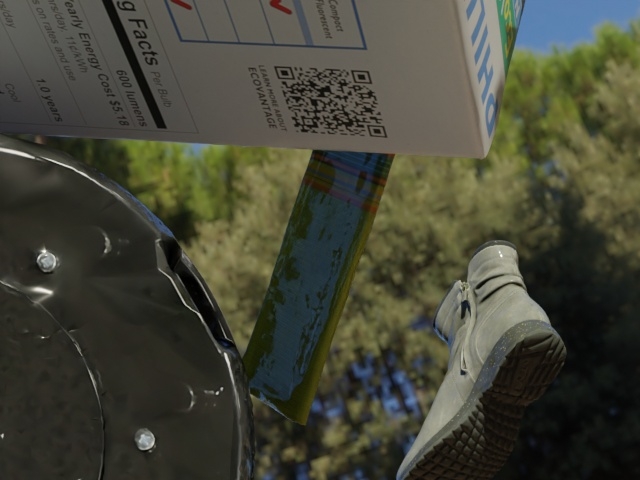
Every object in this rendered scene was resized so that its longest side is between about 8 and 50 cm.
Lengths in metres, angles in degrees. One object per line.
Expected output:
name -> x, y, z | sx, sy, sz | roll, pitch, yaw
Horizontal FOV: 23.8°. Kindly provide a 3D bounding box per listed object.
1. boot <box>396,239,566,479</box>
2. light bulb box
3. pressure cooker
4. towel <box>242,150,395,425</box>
boot -> 0.145, 0.132, 1.495 | 0.083, 0.161, 0.246 | 21, -63, -26
light bulb box -> -0.077, -0.249, 0.879 | 0.361, 0.225, 0.358 | 4, -38, 18
pressure cooker -> -0.250, 0.149, 0.954 | 0.370, 0.375, 0.420 | -40, 1, -18
towel -> 0.000, 0.000, 1.037 | 0.021, 0.102, 0.237 | 17, -87, -27
